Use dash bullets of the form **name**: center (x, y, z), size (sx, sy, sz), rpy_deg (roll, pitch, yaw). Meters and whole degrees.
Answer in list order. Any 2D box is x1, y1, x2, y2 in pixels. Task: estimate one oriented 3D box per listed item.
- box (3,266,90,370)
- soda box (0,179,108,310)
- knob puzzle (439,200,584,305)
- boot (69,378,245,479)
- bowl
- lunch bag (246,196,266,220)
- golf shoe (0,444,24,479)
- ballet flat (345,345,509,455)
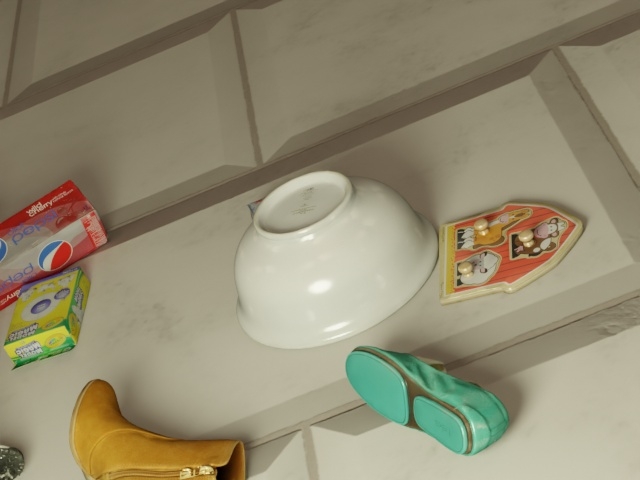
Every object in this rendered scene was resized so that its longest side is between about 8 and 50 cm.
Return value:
- **box**: center (-0.406, 0.117, 2.222), size (0.105, 0.043, 0.179), rpy_deg (-19, 33, 12)
- **soda box**: center (-0.470, 0.021, 2.353), size (0.263, 0.083, 0.092), rpy_deg (-33, 50, -14)
- **knob puzzle**: center (0.243, 0.000, 1.942), size (0.213, 0.030, 0.213), rpy_deg (-18, 31, 12)
- **boot**: center (-0.193, 0.263, 1.808), size (0.211, 0.104, 0.295), rpy_deg (-14, 37, 9)
- **bowl**: center (0.000, 0.000, 2.018), size (0.298, 0.134, 0.298), rpy_deg (-18, 32, 12)
- **lunch bag**: center (-0.064, -0.035, 2.195), size (0.071, 0.053, 0.083), rpy_deg (-25, 21, -4)
- **golf shoe**: center (-0.475, 0.287, 1.982), size (0.198, 0.077, 0.094), rpy_deg (-13, 33, 18)
- **ballet flat**: center (0.128, 0.179, 1.725), size (0.087, 0.083, 0.247), rpy_deg (-14, 23, -30)
